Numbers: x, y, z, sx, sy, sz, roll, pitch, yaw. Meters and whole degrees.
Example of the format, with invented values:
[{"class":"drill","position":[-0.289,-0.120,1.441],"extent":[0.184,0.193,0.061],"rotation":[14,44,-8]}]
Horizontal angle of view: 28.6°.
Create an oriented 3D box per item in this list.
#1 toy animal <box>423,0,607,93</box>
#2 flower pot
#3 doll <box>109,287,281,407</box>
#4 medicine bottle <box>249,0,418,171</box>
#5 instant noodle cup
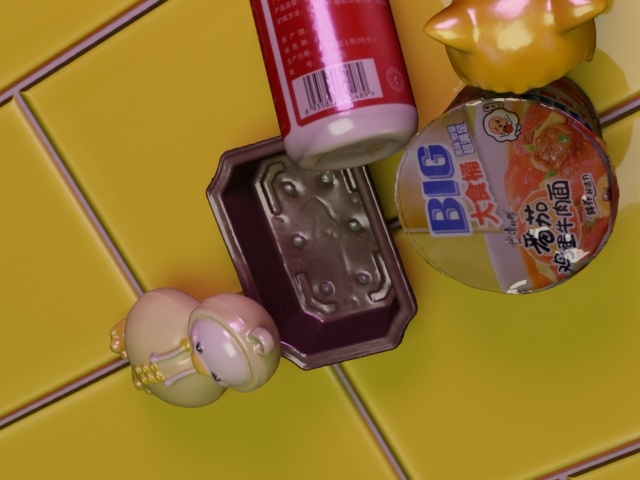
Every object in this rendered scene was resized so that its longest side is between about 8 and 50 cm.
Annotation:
[{"class":"toy animal","position":[0.180,-0.223,1.113],"extent":[0.156,0.230,0.156],"rotation":[5,127,7]},{"class":"flower pot","position":[0.000,0.000,1.325],"extent":[0.178,0.084,0.251],"rotation":[-15,103,21]},{"class":"doll","position":[-0.132,0.113,1.333],"extent":[0.296,0.117,0.141],"rotation":[-11,106,64]},{"class":"medicine bottle","position":[0.006,-0.199,1.191],"extent":[0.131,0.131,0.250],"rotation":[-17,79,21]},{"class":"instant noodle cup","position":[0.186,-0.067,1.199],"extent":[0.205,0.153,0.205],"rotation":[7,117,13]}]
